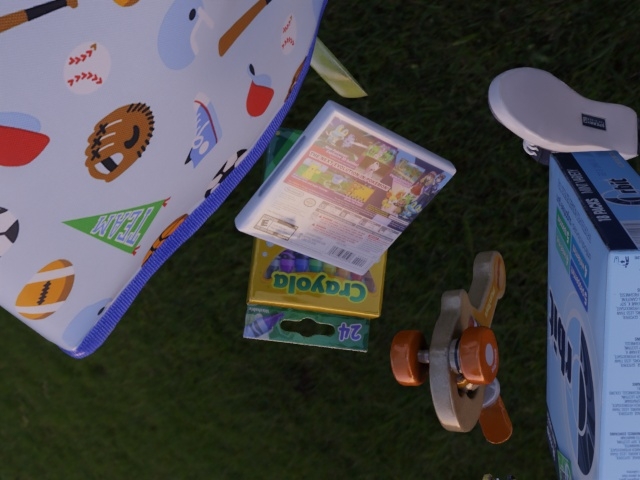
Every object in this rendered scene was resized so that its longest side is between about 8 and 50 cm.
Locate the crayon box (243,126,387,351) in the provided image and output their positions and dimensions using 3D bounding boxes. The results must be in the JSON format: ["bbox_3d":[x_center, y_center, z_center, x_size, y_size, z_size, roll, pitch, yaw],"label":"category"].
[{"bbox_3d":[0.000,0.000,1.400,0.203,0.083,0.323,7,82,-7],"label":"crayon box"}]

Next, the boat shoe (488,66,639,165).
[{"bbox_3d":[0.377,-0.188,1.531,0.158,0.340,0.127,-17,64,55],"label":"boat shoe"}]

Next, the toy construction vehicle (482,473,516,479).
[{"bbox_3d":[0.306,0.446,1.591,0.086,0.098,0.035,-24,112,43],"label":"toy construction vehicle"}]

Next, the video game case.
[{"bbox_3d":[0.031,-0.053,1.046,0.183,0.201,0.023,-49,41,23],"label":"video game case"}]

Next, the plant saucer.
[{"bbox_3d":[-0.013,-0.323,1.530,0.037,0.241,0.241,-42,86,9],"label":"plant saucer"}]

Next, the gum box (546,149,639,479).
[{"bbox_3d":[0.146,0.063,0.460,0.041,0.157,0.184,-2,109,6],"label":"gum box"}]

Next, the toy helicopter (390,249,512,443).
[{"bbox_3d":[0.249,0.156,1.436,0.140,0.355,0.235,-7,124,30],"label":"toy helicopter"}]

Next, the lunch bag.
[{"bbox_3d":[-0.153,-0.172,0.586,0.239,0.385,0.328,37,167,23],"label":"lunch bag"}]
